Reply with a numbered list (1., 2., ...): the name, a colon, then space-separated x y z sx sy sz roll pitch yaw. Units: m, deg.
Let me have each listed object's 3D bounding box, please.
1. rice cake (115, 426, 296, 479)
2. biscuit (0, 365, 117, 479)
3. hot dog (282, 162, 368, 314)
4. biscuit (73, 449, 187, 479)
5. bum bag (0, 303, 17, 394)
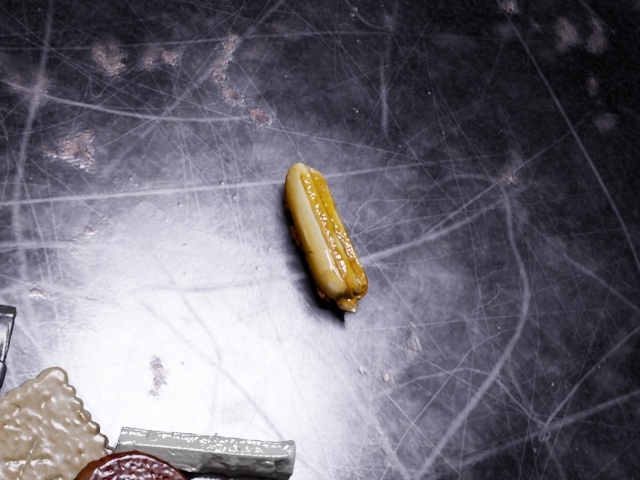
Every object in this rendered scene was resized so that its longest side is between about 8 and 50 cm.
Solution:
1. rice cake: -0.158 0.290 1.792 0.256 0.052 0.057 7 93 -13
2. biscuit: -0.337 0.343 1.689 0.217 0.044 0.325 -34 88 -26
3. hot dog: 0.000 0.000 1.964 0.076 0.102 0.249 -29 68 16
4. biscuit: -0.244 0.360 1.674 0.192 0.049 0.192 11 66 -25
5. bum bag: -0.462 0.185 1.743 0.107 0.060 0.232 8 62 -15
